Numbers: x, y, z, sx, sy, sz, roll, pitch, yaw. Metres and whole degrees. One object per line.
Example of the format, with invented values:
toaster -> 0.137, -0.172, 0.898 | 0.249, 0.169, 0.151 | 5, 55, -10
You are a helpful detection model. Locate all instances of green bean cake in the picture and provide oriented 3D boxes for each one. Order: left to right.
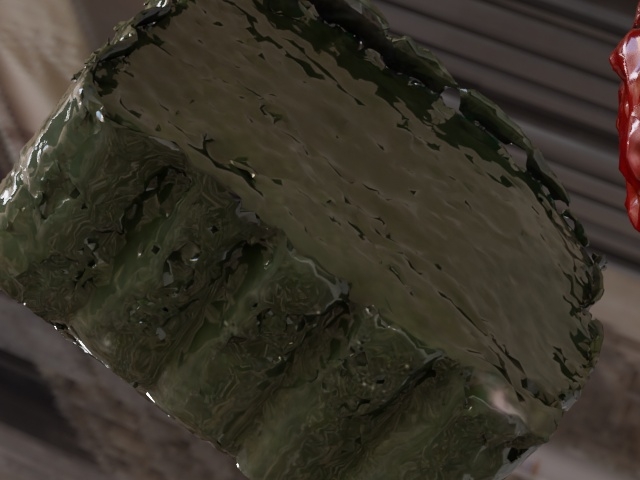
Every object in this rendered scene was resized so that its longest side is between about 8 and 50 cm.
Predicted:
green bean cake -> 0.000, 0.000, 0.811 | 0.132, 0.255, 0.241 | -51, 6, 26

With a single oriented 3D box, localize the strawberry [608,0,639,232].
strawberry -> 0.145, -0.001, 0.511 | 0.190, 0.111, 0.236 | 144, 113, -71
